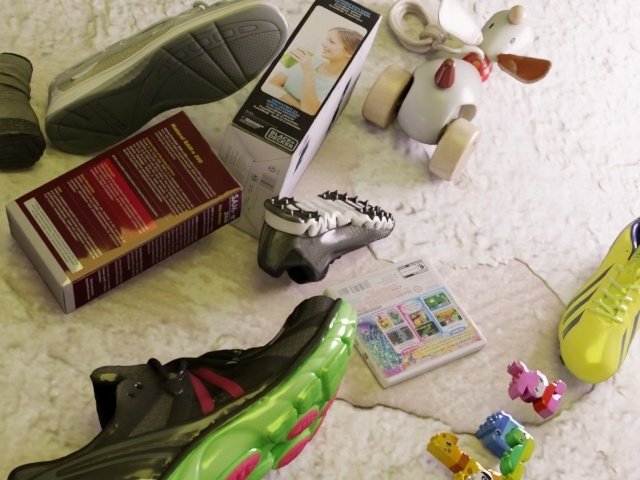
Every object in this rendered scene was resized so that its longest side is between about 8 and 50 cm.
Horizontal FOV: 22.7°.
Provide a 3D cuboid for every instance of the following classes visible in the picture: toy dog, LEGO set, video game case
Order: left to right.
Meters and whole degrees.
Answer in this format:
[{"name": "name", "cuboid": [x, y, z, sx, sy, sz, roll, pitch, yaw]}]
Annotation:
[{"name": "video game case", "cuboid": [0.102, 0.095, 1.924, 0.157, 0.019, 0.143, -18, 63, -32]}, {"name": "toy dog", "cuboid": [0.193, -0.239, 2.124, 0.220, 0.161, 0.334, 21, 49, -5]}, {"name": "LEGO set", "cuboid": [0.182, 0.229, 1.802, 0.093, 0.087, 0.227, 40, 49, -8]}]

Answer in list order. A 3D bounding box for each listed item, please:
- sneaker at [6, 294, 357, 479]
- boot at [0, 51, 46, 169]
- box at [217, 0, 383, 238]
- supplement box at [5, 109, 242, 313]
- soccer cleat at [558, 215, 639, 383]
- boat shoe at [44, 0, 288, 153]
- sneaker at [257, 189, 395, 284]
[{"name": "sneaker", "cuboid": [-0.130, 0.173, 1.667, 0.202, 0.185, 0.483, 38, 45, 16]}, {"name": "boot", "cuboid": [-0.451, -0.160, 1.881, 0.246, 0.083, 0.161, 1, 47, -27]}, {"name": "box", "cuboid": [-0.033, -0.160, 1.974, 0.087, 0.169, 0.290, 27, 50, 4]}, {"name": "supplement box", "cuboid": [-0.223, -0.034, 1.825, 0.239, 0.073, 0.130, -30, 68, -19]}, {"name": "soccer cleat", "cuboid": [0.379, 0.059, 1.990, 0.093, 0.121, 0.289, 33, 50, 5]}, {"name": "boat shoe", "cuboid": [-0.190, -0.213, 1.902, 0.118, 0.320, 0.103, 46, 23, -45]}, {"name": "sneaker", "cuboid": [0.000, 0.000, 1.923, 0.078, 0.106, 0.234, 32, 20, 32]}]
